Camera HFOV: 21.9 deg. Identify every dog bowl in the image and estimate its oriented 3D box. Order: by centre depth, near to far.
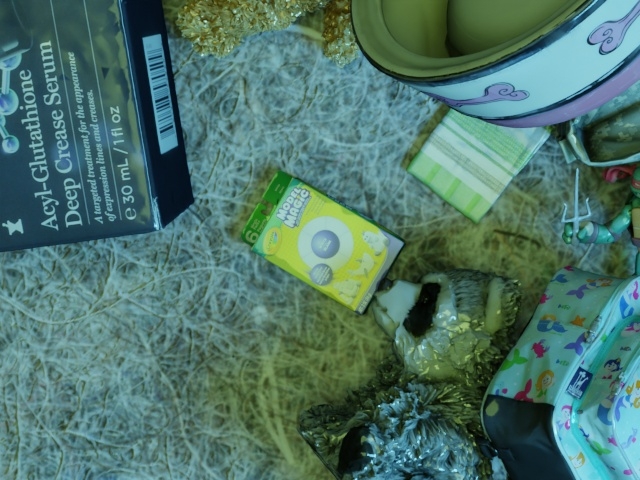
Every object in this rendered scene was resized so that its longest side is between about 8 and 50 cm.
[{"bbox_3d":[0.234,-0.296,1.735,0.408,0.408,0.150,-47,126,6],"label":"dog bowl"}]

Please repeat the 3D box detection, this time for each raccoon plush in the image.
[{"bbox_3d":[0.183,0.238,1.917,0.299,0.216,0.446,-40,114,-7],"label":"raccoon plush"}]

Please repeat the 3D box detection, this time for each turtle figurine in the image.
[{"bbox_3d":[0.376,0.000,1.847,0.175,0.118,0.234,4,130,38],"label":"turtle figurine"}]

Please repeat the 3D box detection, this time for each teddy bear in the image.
[{"bbox_3d":[-0.023,-0.327,1.931,0.338,0.113,0.245,3,93,8],"label":"teddy bear"}]

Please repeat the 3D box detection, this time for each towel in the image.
[{"bbox_3d":[0.189,-0.111,1.954,0.113,0.023,0.152,39,98,7],"label":"towel"}]

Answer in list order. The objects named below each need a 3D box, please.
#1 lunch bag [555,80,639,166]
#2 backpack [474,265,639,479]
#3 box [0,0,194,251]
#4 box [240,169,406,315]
[{"bbox_3d":[0.382,-0.179,1.817,0.287,0.235,0.169,-29,92,7],"label":"lunch bag"},{"bbox_3d":[0.303,0.158,1.784,0.191,0.225,0.253,1,49,34],"label":"backpack"},{"bbox_3d":[-0.375,-0.144,1.910,0.395,0.212,0.293,-8,99,8],"label":"box"},{"bbox_3d":[0.000,0.000,1.968,0.179,0.043,0.105,30,94,8],"label":"box"}]
